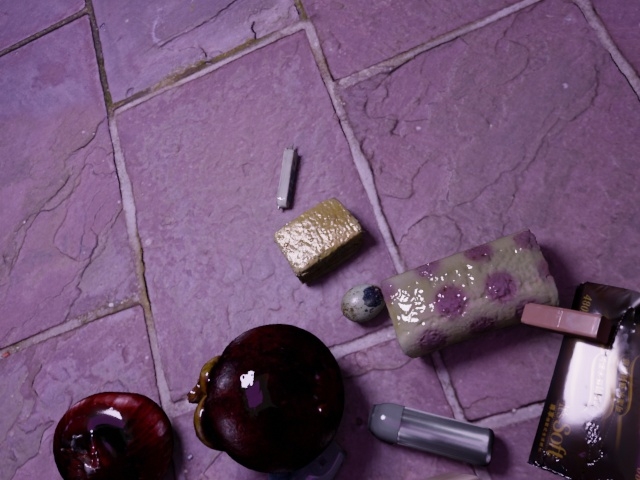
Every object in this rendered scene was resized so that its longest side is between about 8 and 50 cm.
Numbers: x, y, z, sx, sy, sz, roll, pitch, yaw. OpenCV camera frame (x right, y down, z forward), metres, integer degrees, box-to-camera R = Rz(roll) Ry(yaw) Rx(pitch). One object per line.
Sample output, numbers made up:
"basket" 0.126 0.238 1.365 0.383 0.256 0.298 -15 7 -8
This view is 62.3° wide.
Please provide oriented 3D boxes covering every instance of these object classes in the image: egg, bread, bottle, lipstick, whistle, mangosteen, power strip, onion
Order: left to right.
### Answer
"onion" -0.475 0.473 1.184 0.273 0.285 0.273 0 91 3
"mangosteen" -0.122 0.326 1.111 0.347 0.307 0.306 -10 70 29
"power strip" -0.086 -0.169 1.386 0.030 0.047 0.191 5 76 13
"whistle" -0.050 0.540 1.130 0.269 0.093 0.180 -50 42 -4
"bread" 0.000 0.000 1.279 0.196 0.102 0.138 -35 70 0
"egg" 0.100 0.142 1.214 0.110 0.085 0.085 -21 69 3
"bottle" 0.227 0.406 1.103 0.254 0.079 0.096 9 114 17
"bread" 0.311 0.114 1.124 0.338 0.155 0.187 -20 66 9
"lipstick" 0.444 0.148 0.963 0.145 0.045 0.045 6 70 54

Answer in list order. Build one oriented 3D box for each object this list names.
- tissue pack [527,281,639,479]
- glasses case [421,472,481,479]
"tissue pack" 0.548 0.285 0.967 0.210 0.198 0.369 11 76 41
"glasses case" 0.249 0.617 0.974 0.076 0.144 0.336 -16 71 46
